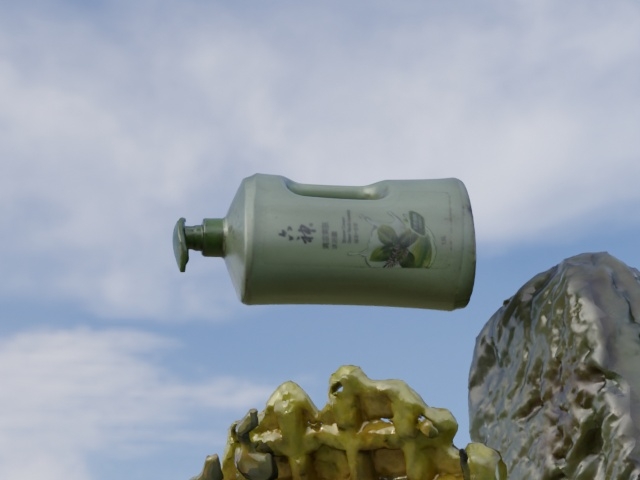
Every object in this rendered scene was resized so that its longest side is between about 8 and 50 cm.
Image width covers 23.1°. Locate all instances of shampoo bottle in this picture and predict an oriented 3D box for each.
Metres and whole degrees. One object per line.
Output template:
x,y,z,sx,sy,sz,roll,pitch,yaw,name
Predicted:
0.000,0.000,1.242,0.234,0.118,0.087,2,-39,-8,shampoo bottle

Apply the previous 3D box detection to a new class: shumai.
0.255,0.143,1.245,0.218,0.256,0.189,5,-28,-28,shumai

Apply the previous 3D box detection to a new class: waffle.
0.032,0.218,1.032,0.262,0.060,0.280,37,-59,2,waffle
